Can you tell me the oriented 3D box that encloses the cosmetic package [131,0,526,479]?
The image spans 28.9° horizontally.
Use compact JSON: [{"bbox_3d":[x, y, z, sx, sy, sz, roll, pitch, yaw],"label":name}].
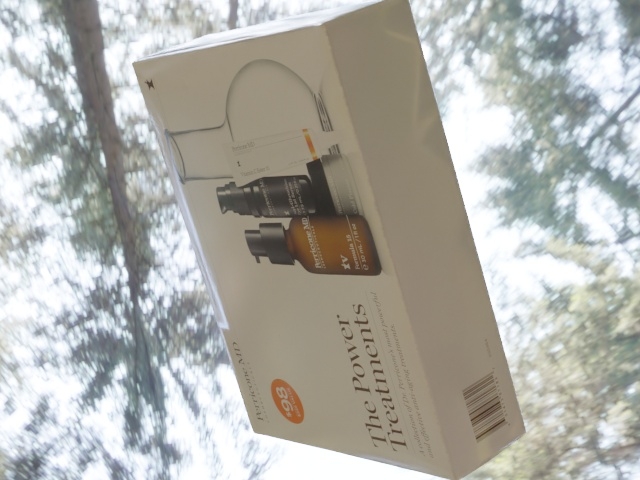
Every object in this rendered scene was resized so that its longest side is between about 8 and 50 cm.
[{"bbox_3d":[0.000,0.000,1.065,0.097,0.284,0.377,-26,-74,-33],"label":"cosmetic package"}]
